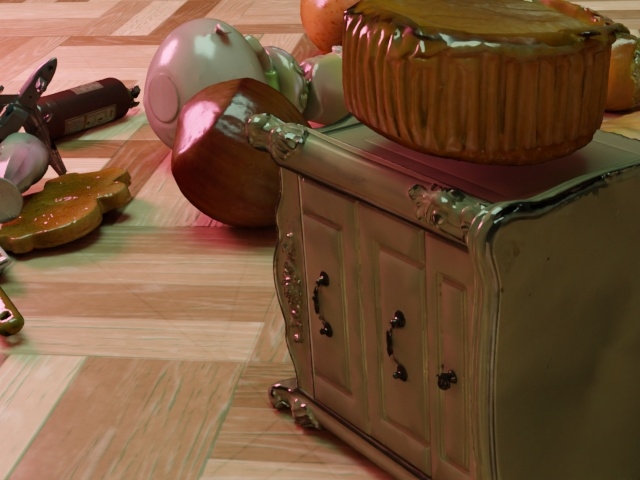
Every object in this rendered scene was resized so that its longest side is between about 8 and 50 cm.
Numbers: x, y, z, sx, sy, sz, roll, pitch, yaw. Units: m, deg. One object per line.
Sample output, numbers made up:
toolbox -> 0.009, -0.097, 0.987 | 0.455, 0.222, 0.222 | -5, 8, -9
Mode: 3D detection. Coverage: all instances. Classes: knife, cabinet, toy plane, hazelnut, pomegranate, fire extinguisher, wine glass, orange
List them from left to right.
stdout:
knife -> -0.387, 0.037, 1.340 | 0.061, 0.027, 0.343 | -31, 30, -18
toy plane -> -0.424, -0.161, 1.573 | 0.226, 0.226, 0.058 | 30, 32, -31
wine glass -> -0.398, -0.081, 1.496 | 0.073, 0.073, 0.155 | -4, 25, -2
fire extinguisher -> -0.378, -0.217, 1.873 | 0.231, 0.071, 0.099 | -27, 5, -43
hazelnut -> -0.087, -0.111, 1.453 | 0.210, 0.186, 0.210 | -11, 8, 2
pomegranate -> 0.073, -0.426, 2.137 | 0.215, 0.215, 0.215 | -3, 24, 1
cabinet -> 0.113, 0.041, 0.953 | 0.227, 0.290, 0.318 | -19, 28, -31
orange -> 0.462, -0.275, 1.817 | 0.156, 0.134, 0.156 | -12, 31, 7

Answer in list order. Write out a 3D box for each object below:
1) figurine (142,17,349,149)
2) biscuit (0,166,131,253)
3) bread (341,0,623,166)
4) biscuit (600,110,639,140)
figurine -> -0.059, -0.202, 1.716 | 0.394, 0.227, 0.274 | -10, 54, -41
biscuit -> -0.329, -0.037, 1.491 | 0.166, 0.036, 0.225 | -6, 24, 11
bread -> 0.112, -0.120, 0.838 | 0.199, 0.104, 0.199 | 1, 23, -1
biscuit -> 0.425, -0.056, 1.364 | 0.446, 0.104, 0.429 | -17, 27, -35
